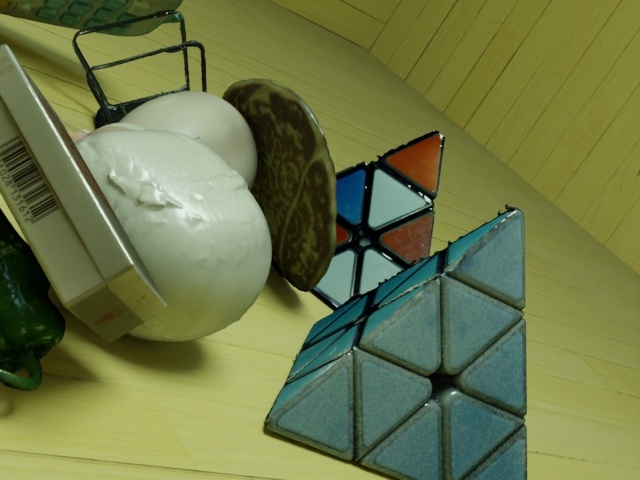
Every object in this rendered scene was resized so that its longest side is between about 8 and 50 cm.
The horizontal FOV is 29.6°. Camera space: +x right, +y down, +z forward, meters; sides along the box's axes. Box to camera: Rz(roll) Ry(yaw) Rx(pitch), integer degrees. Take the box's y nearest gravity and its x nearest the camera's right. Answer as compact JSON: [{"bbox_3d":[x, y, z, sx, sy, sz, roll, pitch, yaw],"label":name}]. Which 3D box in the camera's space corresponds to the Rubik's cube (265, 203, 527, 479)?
[{"bbox_3d":[0.084,0.120,1.168,0.228,0.228,0.233,76,16,-55],"label":"Rubik's cube"}]

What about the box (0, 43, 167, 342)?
[{"bbox_3d":[-0.196,-0.031,0.907,0.201,0.058,0.141,57,-6,16],"label":"box"}]

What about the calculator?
[{"bbox_3d":[-0.355,-0.329,1.508,0.387,0.054,0.256,14,-14,-24],"label":"calculator"}]

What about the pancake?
[{"bbox_3d":[-0.050,-0.066,1.351,0.031,0.250,0.250,-20,46,-27],"label":"pancake"}]

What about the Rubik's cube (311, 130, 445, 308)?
[{"bbox_3d":[0.000,0.000,1.516,0.234,0.284,0.250,9,-7,-8],"label":"Rubik's cube"}]

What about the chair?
[{"bbox_3d":[-0.208,-0.154,1.517,0.145,0.221,0.140,-16,32,-10],"label":"chair"}]

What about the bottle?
[{"bbox_3d":[-0.175,-0.071,1.256,0.148,0.147,0.236,36,23,11],"label":"bottle"}]

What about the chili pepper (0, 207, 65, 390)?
[{"bbox_3d":[-0.254,-0.002,0.885,0.257,0.074,0.100,57,-14,14],"label":"chili pepper"}]

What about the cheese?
[{"bbox_3d":[-0.140,-0.001,1.056,0.189,0.154,0.198,42,30,27],"label":"cheese"}]
